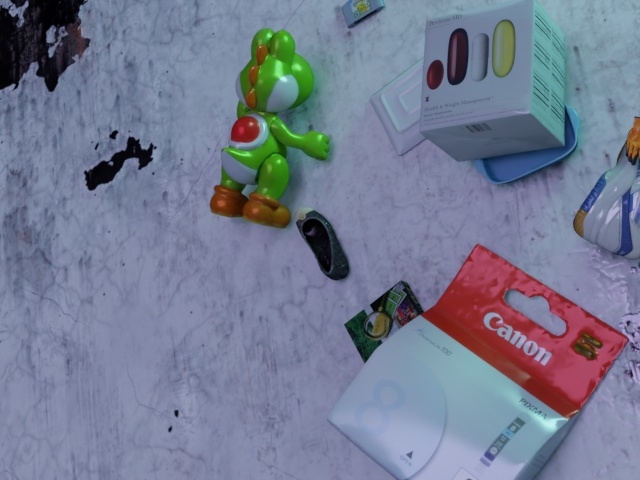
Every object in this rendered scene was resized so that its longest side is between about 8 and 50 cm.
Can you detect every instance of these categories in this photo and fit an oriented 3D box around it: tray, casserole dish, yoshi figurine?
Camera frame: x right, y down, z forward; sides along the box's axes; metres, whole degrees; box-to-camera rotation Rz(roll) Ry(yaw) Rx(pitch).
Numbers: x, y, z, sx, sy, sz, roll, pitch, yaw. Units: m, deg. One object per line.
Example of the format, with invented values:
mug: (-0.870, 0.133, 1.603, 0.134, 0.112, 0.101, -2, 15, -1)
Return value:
tray: (0.213, -0.284, 1.851, 0.270, 0.030, 0.145, -35, 59, 19)
casserole dish: (0.346, -0.161, 1.724, 0.188, 0.037, 0.114, -24, 63, 24)
yoshi figurine: (-0.090, -0.214, 1.973, 0.203, 0.204, 0.362, -145, 65, -75)

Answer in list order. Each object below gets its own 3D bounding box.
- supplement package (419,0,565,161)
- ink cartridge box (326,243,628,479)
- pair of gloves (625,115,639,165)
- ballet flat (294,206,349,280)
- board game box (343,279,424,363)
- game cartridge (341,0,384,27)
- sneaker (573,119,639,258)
supplement package: (0.281, -0.257, 1.684, 0.194, 0.149, 0.203, -6, 70, 32)
ink cartridge box: (0.239, 0.221, 1.616, 0.308, 0.091, 0.385, 35, 90, 32)
pair of gloves: (0.492, -0.141, 1.522, 0.083, 0.010, 0.074, 13, 87, 8)
ballet flat: (0.000, 0.000, 1.889, 0.057, 0.049, 0.173, -42, 58, 14)
board game box: (0.149, 0.208, 1.744, 0.136, 0.030, 0.259, -41, 58, 19)
game cartridge: (0.081, -0.451, 1.997, 0.083, 0.017, 0.056, -28, 59, 23)
sneaker: (0.512, -0.108, 1.577, 0.131, 0.112, 0.296, 33, 94, 14)
